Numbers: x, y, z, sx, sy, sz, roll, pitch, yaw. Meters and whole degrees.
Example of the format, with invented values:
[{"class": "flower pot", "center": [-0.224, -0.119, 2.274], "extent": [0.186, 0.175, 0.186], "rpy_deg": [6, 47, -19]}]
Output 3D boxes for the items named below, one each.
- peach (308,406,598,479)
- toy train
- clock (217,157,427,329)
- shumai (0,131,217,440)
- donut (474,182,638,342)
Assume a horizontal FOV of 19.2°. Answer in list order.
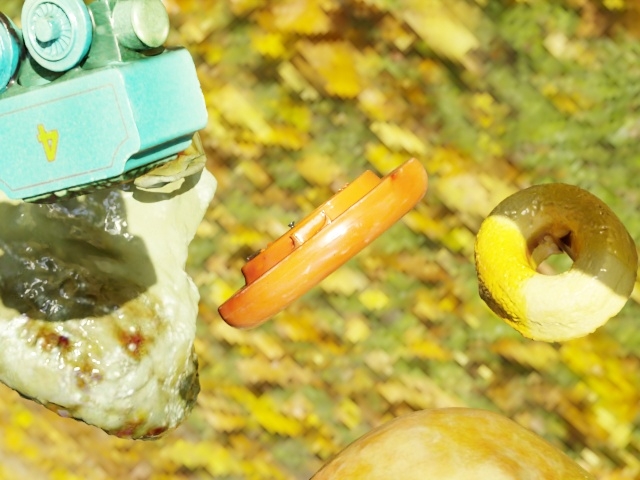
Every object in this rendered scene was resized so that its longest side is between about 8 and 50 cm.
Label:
[{"class": "peach", "center": [0.045, 0.190, 0.914], "extent": [0.214, 0.235, 0.214], "rpy_deg": [20, 113, 59]}, {"class": "toy train", "center": [-0.181, -0.112, 1.385], "extent": [0.198, 0.107, 0.154], "rpy_deg": [-11, 98, 37]}, {"class": "clock", "center": [0.000, 0.000, 1.535], "extent": [0.051, 0.205, 0.205], "rpy_deg": [53, 154, -1]}, {"class": "shumai", "center": [-0.251, -0.004, 2.098], "extent": [0.395, 0.348, 0.395], "rpy_deg": [29, -178, -1]}, {"class": "donut", "center": [0.243, 0.015, 2.008], "extent": [0.190, 0.174, 0.074], "rpy_deg": [-110, -7, -45]}]
